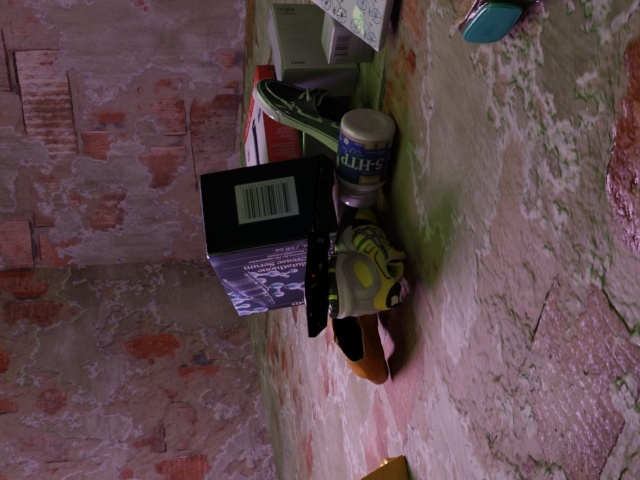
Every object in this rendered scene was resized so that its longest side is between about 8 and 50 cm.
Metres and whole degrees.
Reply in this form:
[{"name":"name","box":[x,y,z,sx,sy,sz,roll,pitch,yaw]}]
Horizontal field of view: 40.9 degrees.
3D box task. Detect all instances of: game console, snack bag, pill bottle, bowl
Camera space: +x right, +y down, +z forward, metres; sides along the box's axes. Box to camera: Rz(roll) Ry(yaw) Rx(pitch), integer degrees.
[{"name":"game console","box":[0.000,0.000,1.730,0.213,0.044,0.361,87,-174,-58]},{"name":"snack bag","box":[0.059,-0.595,1.690,0.323,0.037,0.342,48,141,34]},{"name":"pill bottle","box":[0.088,-0.166,1.771,0.112,0.112,0.186,-108,18,-49]},{"name":"bowl","box":[-0.011,-0.265,2.153,0.298,0.134,0.297,178,90,-77]}]

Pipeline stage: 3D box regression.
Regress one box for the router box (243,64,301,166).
[{"name":"router box","box":[-0.126,-0.228,2.179,0.335,0.082,0.301,114,151,-64]}]

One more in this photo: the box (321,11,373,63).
[{"name":"box","box":[0.061,-0.447,1.853,0.101,0.102,0.087,100,160,-48]}]

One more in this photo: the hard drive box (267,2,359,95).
[{"name":"hard drive box","box":[-0.021,-0.455,2.045,0.089,0.181,0.232,103,161,-53]}]

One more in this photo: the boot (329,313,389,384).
[{"name":"boot","box":[0.062,0.159,1.833,0.295,0.104,0.211,66,-175,32]}]

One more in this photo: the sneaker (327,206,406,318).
[{"name":"sneaker","box":[0.099,0.048,1.753,0.384,0.147,0.145,-78,-10,-61]}]

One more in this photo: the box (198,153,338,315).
[{"name":"box","box":[-0.100,-0.002,2.043,0.395,0.294,0.211,76,-176,-66]}]

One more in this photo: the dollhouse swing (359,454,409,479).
[{"name":"dollhouse swing","box":[0.024,0.661,1.818,0.346,0.305,0.315,104,159,-56]}]

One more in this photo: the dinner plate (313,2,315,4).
[{"name":"dinner plate","box":[0.001,-0.654,2.282,0.141,0.017,0.141,176,90,-77]}]

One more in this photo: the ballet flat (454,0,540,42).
[{"name":"ballet flat","box":[0.240,-0.339,1.067,0.316,0.108,0.106,166,108,-76]}]

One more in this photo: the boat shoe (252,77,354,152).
[{"name":"boat shoe","box":[-0.012,-0.292,1.895,0.108,0.301,0.102,-46,-16,-40]}]
